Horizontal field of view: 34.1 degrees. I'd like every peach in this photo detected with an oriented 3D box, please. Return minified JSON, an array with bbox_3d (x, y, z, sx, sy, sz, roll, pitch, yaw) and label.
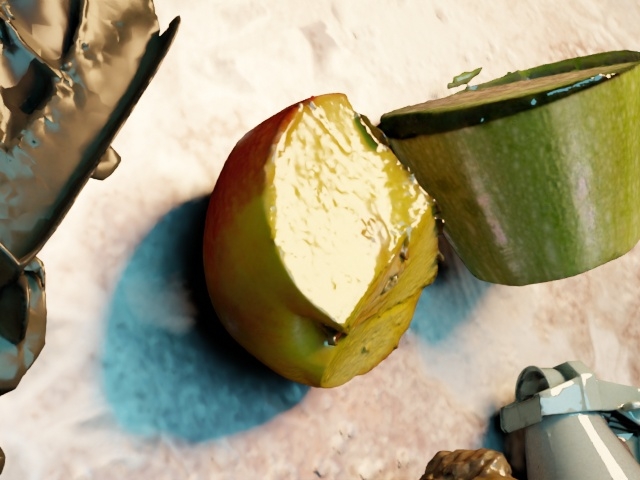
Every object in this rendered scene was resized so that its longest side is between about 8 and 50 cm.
[{"bbox_3d":[-0.008,0.000,0.551,0.151,0.118,0.151,-36,135,-46],"label":"peach"}]

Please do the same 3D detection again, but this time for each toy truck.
[{"bbox_3d":[0.198,0.202,0.646,0.140,0.108,0.256,2,70,-24],"label":"toy truck"}]

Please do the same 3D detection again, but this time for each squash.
[{"bbox_3d":[0.132,-0.052,0.660,0.170,0.170,0.123,-34,112,-41],"label":"squash"}]

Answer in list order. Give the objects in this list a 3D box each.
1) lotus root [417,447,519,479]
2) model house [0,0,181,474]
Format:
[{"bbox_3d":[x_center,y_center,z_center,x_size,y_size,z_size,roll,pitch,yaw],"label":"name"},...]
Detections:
[{"bbox_3d":[0.088,0.249,0.512,0.131,0.146,0.303,4,62,-1],"label":"lotus root"},{"bbox_3d":[-0.171,-0.011,0.365,0.204,0.211,0.243,2,72,-36],"label":"model house"}]
